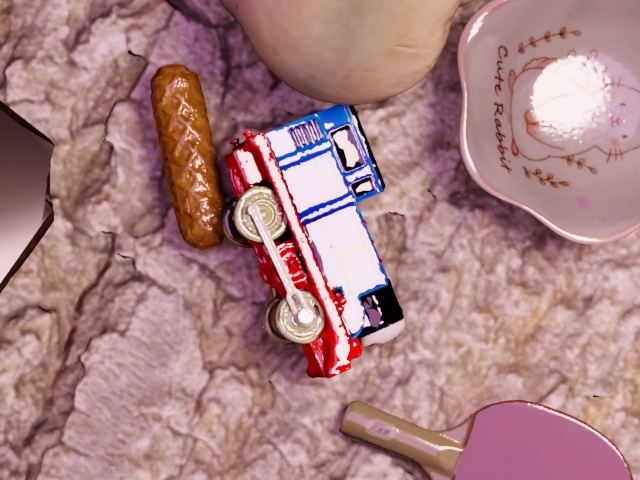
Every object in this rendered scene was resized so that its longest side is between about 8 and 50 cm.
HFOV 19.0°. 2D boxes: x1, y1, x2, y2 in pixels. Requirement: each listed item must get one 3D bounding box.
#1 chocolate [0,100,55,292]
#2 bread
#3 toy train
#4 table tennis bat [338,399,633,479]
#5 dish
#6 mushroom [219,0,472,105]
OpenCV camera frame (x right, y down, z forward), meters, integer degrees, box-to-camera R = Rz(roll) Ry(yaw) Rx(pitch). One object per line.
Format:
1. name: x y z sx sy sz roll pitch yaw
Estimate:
1. chocolate: -0.404 0.004 1.479 0.314 0.297 0.326 36 73 -1
2. bread: -0.107 -0.069 1.566 0.044 0.052 0.157 -12 86 2
3. toy train: 0.000 0.000 1.529 0.131 0.083 0.204 -22 92 -14
4. table tennis bat: 0.133 0.188 1.549 0.246 0.022 0.138 22 88 4
5. dish: 0.213 -0.109 1.530 0.229 0.081 0.229 0 85 1
6. mushroom: 0.039 -0.235 1.490 0.234 0.254 0.260 -5 87 -33
